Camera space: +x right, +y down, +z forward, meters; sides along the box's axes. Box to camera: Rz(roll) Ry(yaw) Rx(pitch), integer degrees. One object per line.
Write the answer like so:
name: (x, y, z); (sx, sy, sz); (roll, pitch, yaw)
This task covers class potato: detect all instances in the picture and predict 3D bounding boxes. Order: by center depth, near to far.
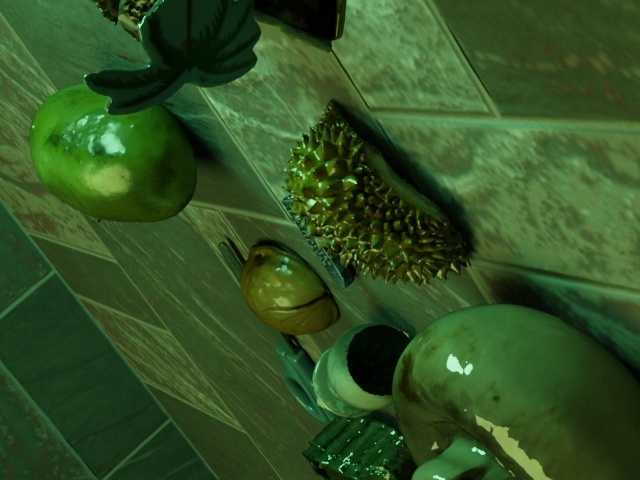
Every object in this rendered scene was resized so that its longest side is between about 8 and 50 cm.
potato: (-0.308, -0.132, 2.180); (0.304, 0.216, 0.216); (9, 139, 48)

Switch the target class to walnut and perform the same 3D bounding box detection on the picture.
walnut: (-0.065, 0.090, 2.258); (0.167, 0.087, 0.211); (51, 162, -20)

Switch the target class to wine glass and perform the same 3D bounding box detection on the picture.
wine glass: (0.064, 0.189, 2.111); (0.126, 0.126, 0.241); (48, 163, 1)

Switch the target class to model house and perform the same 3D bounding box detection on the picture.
model house: (-0.141, -0.284, 1.276); (0.300, 0.340, 0.324); (35, 162, 38)

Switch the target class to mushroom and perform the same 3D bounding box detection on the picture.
mushroom: (0.215, 0.249, 1.606); (0.362, 0.294, 0.362); (41, 159, 20)

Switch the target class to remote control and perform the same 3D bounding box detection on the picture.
remote control: (-0.001, 0.001, 2.031); (0.152, 0.027, 0.043); (55, 167, -14)

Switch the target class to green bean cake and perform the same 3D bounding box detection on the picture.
green bean cake: (0.119, 0.409, 2.424); (0.255, 0.132, 0.241); (11, 139, 58)

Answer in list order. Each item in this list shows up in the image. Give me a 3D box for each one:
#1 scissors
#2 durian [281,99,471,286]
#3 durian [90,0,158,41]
scissors: (-0.068, 0.168, 2.515); (0.192, 0.029, 0.447); (22, 149, 52)
durian: (0.057, -0.024, 1.689); (0.249, 0.138, 0.183); (39, 152, 9)
durian: (-0.182, -0.314, 1.632); (0.196, 0.167, 0.196); (18, 135, 19)
